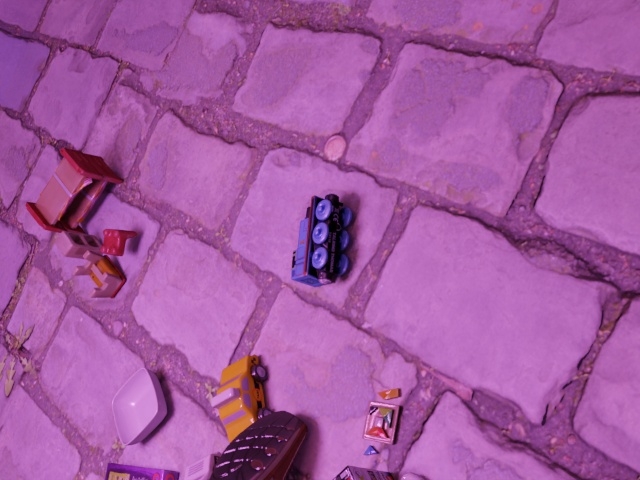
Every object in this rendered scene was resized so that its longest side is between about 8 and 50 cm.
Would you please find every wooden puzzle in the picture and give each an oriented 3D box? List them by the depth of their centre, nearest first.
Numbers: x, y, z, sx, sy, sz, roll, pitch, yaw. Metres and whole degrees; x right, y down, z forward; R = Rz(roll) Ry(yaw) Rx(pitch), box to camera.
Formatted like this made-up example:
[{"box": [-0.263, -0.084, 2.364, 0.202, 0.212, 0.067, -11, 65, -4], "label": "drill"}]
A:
[{"box": [0.103, 0.313, 1.524, 0.079, 0.014, 0.116, -9, 67, 42], "label": "wooden puzzle"}]

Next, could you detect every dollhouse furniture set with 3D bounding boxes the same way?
[{"box": [-0.576, -0.044, 2.273, 0.374, 0.152, 0.201, 46, 107, 26], "label": "dollhouse furniture set"}]

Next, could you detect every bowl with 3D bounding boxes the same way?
[{"box": [-0.394, 0.370, 1.956, 0.142, 0.053, 0.142, -47, 47, 20], "label": "bowl"}]

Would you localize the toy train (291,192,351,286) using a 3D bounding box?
[{"box": [0.000, 0.000, 1.714, 0.105, 0.080, 0.184, -17, 62, 46], "label": "toy train"}]

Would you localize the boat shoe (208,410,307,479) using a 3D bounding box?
[{"box": [-0.135, 0.460, 1.604, 0.123, 0.120, 0.324, 17, 60, 49], "label": "boat shoe"}]

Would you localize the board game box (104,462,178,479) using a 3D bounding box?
[{"box": [-0.405, 0.652, 1.854, 0.208, 0.056, 0.346, -9, 67, 46], "label": "board game box"}]

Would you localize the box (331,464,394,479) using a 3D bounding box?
[{"box": [0.021, 0.456, 1.471, 0.207, 0.114, 0.036, -47, 47, 20], "label": "box"}]

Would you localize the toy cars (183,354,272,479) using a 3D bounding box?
[{"box": [-0.200, 0.411, 1.724, 0.176, 0.087, 0.393, 16, 85, 47], "label": "toy cars"}]

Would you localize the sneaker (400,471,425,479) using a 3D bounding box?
[{"box": [0.155, 0.434, 1.389, 0.054, 0.061, 0.152, -41, 48, 27], "label": "sneaker"}]
